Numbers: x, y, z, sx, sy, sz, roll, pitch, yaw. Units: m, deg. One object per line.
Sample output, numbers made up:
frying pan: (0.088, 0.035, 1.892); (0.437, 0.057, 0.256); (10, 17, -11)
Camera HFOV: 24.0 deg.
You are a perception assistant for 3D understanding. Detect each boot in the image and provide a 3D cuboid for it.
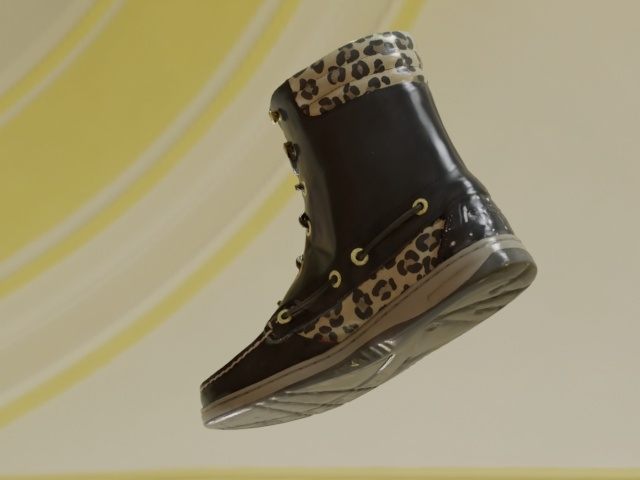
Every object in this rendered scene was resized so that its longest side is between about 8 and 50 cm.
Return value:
boot: (0.002, 0.000, 0.923); (0.236, 0.085, 0.178); (-32, -112, 27)
